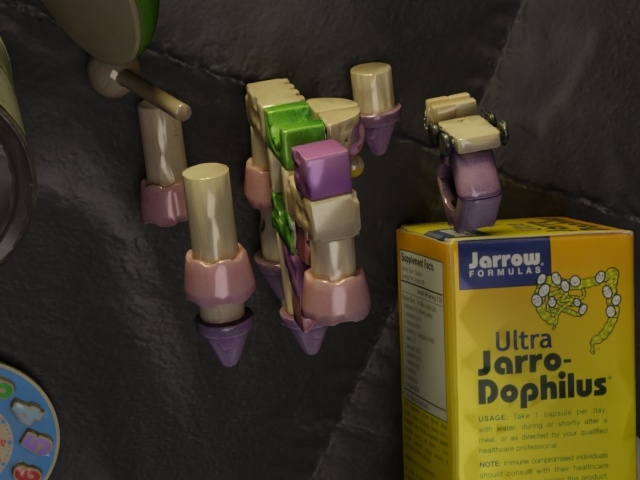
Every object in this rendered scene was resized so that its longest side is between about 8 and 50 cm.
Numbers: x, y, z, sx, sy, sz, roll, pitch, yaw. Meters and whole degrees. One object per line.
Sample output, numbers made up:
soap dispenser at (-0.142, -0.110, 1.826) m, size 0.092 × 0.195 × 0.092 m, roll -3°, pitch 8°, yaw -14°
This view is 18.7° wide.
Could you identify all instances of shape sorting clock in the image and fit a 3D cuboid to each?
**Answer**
shape sorting clock at (-0.371, 0.212, 2.001) m, size 0.206 × 0.040 × 0.206 m, roll -5°, pitch 115°, yaw -11°

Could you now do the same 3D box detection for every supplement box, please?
supplement box at (0.198, 0.162, 1.976) m, size 0.195 × 0.194 × 0.357 m, roll -3°, pitch 96°, yaw -13°

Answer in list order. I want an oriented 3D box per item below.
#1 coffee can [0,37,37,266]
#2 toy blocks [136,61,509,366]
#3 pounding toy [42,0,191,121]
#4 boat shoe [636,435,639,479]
coffee can at (-0.364, -0.096, 1.732) m, size 0.201 × 0.275 × 0.202 m, roll -5°, pitch 115°, yaw -11°
toy blocks at (0.000, 0.000, 1.863) m, size 0.308 × 0.288 × 0.260 m, roll -11°, pitch 112°, yaw -12°
pounding toy at (-0.176, -0.244, 1.793) m, size 0.110 × 0.183 × 0.237 m, roll -37°, pitch 120°, yaw -25°
boat shoe at (0.260, 0.338, 2.183) m, size 0.301 × 0.108 × 0.102 m, roll -50°, pitch 148°, yaw -2°
